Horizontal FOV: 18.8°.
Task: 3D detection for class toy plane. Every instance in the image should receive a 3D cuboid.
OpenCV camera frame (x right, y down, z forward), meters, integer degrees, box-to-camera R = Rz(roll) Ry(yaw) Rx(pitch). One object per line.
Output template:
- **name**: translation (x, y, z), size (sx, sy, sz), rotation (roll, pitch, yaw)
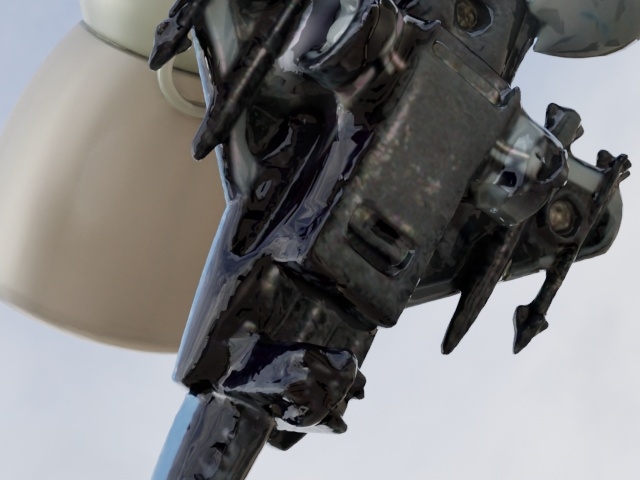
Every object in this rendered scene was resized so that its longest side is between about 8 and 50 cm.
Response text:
- **toy plane**: translation (0.004, -0.001, 0.507), size (0.169, 0.078, 0.246), rotation (38, -121, -24)

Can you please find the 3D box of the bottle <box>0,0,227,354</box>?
- **bottle**: translation (-0.083, -0.074, 0.990), size (0.147, 0.147, 0.236), rotation (3, -69, -48)
